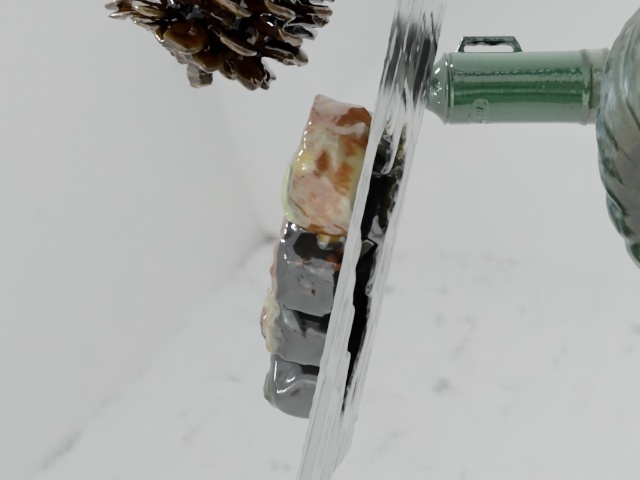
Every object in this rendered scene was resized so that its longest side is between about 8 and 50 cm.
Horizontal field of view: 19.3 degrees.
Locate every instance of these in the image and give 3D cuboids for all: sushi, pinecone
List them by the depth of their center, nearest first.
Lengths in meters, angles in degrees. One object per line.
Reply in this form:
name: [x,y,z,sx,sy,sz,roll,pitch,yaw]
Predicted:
sushi: [0.000,0.000,1.155,0.339,0.068,0.320,-37,-41,-80]
pinecone: [-0.070,-0.236,1.596,0.212,0.185,0.168,-64,-1,-8]

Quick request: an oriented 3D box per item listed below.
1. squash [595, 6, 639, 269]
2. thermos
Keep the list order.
squash: [0.224,-0.034,0.847,0.172,0.218,0.218,-29,-61,-51]
thermos: [0.171,-0.145,1.728,0.073,0.187,0.083,-96,5,-82]
